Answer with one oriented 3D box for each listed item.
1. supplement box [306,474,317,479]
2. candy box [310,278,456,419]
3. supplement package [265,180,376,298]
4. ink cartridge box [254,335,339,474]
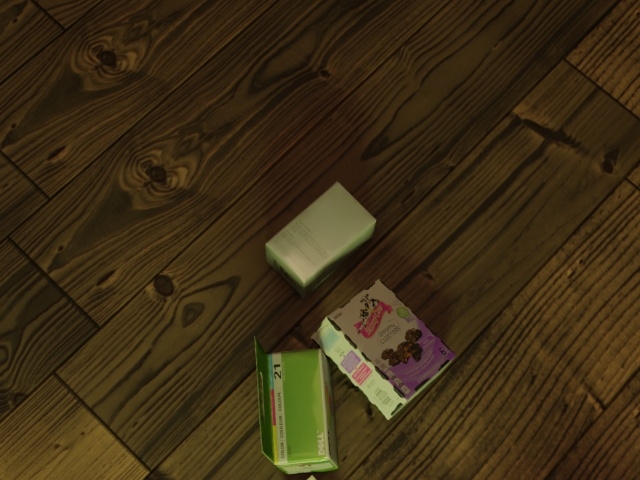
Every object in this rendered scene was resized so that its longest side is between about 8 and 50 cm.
[{"bbox_3d":[-0.006,0.453,1.707,0.062,0.036,0.098,-38,76,-14],"label":"supplement box"},{"bbox_3d":[0.109,0.184,1.755,0.196,0.070,0.165,45,44,12],"label":"candy box"},{"bbox_3d":[0.000,0.000,1.834,0.179,0.105,0.105,-41,76,-14],"label":"supplement package"},{"bbox_3d":[-0.037,0.269,1.651,0.097,0.255,0.188,-6,70,5],"label":"ink cartridge box"}]
